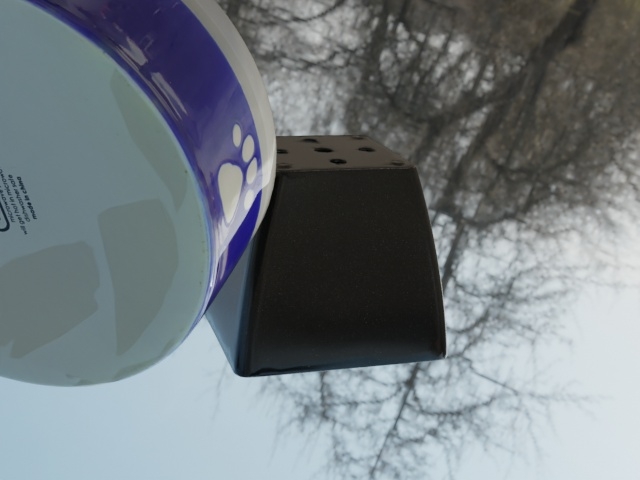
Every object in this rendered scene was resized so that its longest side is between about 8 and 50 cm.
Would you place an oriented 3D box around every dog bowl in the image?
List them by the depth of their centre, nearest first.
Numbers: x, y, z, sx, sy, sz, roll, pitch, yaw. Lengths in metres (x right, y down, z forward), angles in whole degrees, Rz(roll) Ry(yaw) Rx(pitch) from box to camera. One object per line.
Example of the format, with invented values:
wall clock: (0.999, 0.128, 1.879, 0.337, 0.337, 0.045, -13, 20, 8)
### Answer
dog bowl: (-0.165, -0.047, 0.560, 0.265, 0.264, 0.104, 21, -143, 3)

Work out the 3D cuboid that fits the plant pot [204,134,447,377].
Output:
plant pot: (0.000, 0.000, 0.872, 0.188, 0.166, 0.187, -2, -161, -18)
